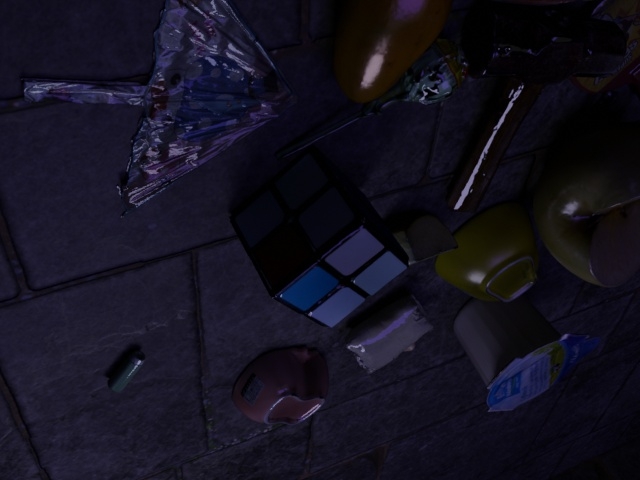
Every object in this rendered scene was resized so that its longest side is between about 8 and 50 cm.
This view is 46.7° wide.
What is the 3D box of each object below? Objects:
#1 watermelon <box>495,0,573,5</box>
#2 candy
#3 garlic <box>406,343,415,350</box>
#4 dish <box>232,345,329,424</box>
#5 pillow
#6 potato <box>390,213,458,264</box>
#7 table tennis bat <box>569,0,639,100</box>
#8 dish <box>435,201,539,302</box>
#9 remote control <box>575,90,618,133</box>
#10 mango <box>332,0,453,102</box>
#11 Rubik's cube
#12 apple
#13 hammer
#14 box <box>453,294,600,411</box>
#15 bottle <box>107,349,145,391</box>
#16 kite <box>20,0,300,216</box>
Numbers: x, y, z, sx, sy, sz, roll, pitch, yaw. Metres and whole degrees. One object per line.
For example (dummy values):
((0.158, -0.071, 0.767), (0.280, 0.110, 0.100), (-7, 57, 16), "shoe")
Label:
((0.293, -0.373, 0.923), (0.260, 0.175, 0.256), (5, 147, -13), "watermelon")
((0.068, -0.193, 1.059), (0.306, 0.083, 0.091), (-27, 145, 6), "candy")
((0.174, 0.224, 1.627), (0.083, 0.041, 0.053), (-7, 150, -18), "garlic")
((-0.069, 0.312, 1.509), (0.214, 0.090, 0.213), (-19, 142, -16), "dish")
((0.144, 0.188, 1.531), (0.181, 0.077, 0.134), (-34, 143, 1), "pillow")
((0.159, 0.007, 1.363), (0.120, 0.081, 0.149), (-23, 174, 42), "potato")
((0.516, -0.321, 1.251), (0.200, 0.038, 0.310), (-42, 139, 16), "table tennis bat")
((0.365, 0.052, 1.506), (0.221, 0.108, 0.262), (-37, 143, 8), "dish")
((0.510, -0.233, 1.361), (0.039, 0.014, 0.096), (5, 129, -38), "remote control")
((0.089, -0.279, 0.928), (0.139, 0.113, 0.253), (-8, 139, -28), "mango")
((-0.001, 0.000, 1.127), (0.180, 0.183, 0.167), (-38, 142, 11), "Rubik's cube")
((0.533, -0.086, 1.365), (0.258, 0.233, 0.295), (-27, 146, -32), "apple")
((0.291, -0.192, 1.202), (0.243, 0.095, 0.408), (-5, 144, -21), "hammer")
((0.444, 0.214, 1.666), (0.291, 0.206, 0.262), (-29, 144, -6), "box")
((-0.333, 0.224, 1.273), (0.030, 0.030, 0.083), (18, 120, -46), "bottle")
((-0.182, -0.178, 0.933), (0.369, 0.014, 0.406), (-5, 136, -32), "kite")
